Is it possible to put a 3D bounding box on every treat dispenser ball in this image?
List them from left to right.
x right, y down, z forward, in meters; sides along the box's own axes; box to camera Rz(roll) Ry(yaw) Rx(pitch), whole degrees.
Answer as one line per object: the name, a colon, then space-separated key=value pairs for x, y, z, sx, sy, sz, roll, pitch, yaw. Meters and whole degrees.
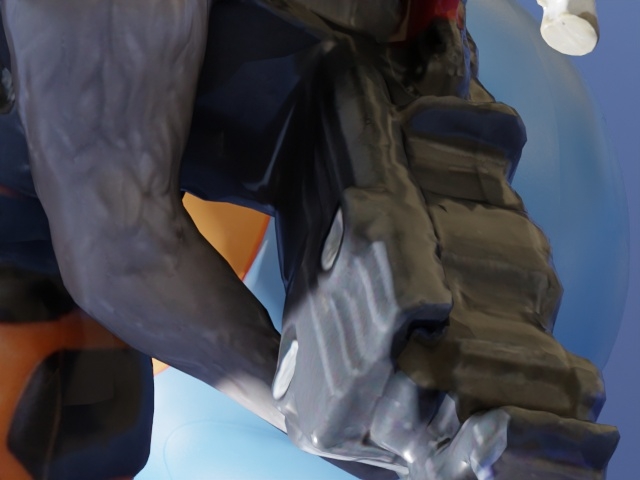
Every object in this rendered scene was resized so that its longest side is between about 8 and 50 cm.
treat dispenser ball: x=0.000 y=0.000 z=0.927 sx=0.288 sy=0.288 sz=0.288 roll=0 pitch=-155 yaw=0

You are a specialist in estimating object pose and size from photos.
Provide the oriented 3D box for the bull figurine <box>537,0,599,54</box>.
bull figurine: x=0.108 y=-0.194 z=0.737 sx=0.101 sy=0.310 sz=0.188 roll=-19 pitch=-144 yaw=48

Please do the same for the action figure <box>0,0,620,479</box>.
action figure: x=-0.059 y=0.003 z=0.444 sx=0.178 sy=0.330 sz=0.341 roll=23 pitch=-161 yaw=-21
